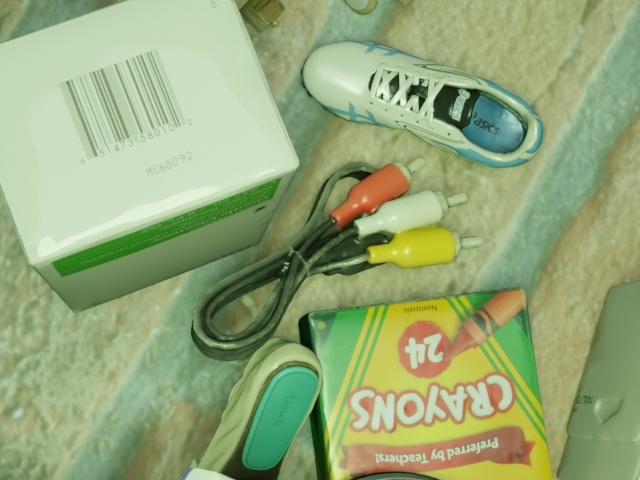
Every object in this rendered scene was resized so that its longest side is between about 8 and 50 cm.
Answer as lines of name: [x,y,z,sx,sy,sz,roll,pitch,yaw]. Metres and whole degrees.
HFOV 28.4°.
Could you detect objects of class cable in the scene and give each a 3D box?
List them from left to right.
cable: [0.000,0.000,1.112,0.287,0.072,0.139,-21,64,-31]

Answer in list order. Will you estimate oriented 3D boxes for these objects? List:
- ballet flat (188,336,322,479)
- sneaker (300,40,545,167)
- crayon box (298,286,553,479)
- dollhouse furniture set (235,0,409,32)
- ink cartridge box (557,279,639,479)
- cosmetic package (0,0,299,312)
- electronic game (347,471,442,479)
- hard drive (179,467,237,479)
ballet flat: [-0.073,0.193,1.108,0.086,0.086,0.248,27,101,-4]
sneaker: [0.099,-0.134,1.183,0.237,0.086,0.085,18,81,-4]
crayon box: [0.102,0.211,1.135,0.202,0.081,0.318,-7,83,-10]
dollhouse furniture set: [-0.004,-0.221,1.151,0.123,0.144,0.151,47,47,-7]
ink cartridge box: [0.386,0.164,1.123,0.270,0.198,0.197,19,80,-6]
cosmetic package: [-0.146,-0.059,0.993,0.197,0.365,0.155,-21,84,-8]
electronic game: [0.062,0.308,1.051,0.229,0.048,0.229,1,86,-8]
hard drive: [-0.010,0.306,0.887,0.319,0.040,0.210,34,66,-44]
